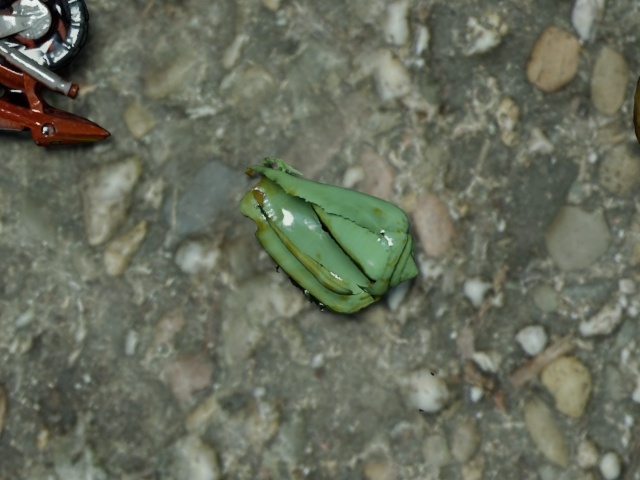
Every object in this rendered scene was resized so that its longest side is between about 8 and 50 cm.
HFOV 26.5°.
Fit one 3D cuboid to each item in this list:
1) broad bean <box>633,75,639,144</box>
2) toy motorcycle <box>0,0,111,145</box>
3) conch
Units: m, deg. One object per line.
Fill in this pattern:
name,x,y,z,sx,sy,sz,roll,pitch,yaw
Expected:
broad bean,0.367,-0.120,1.118,0.228,0.122,0.156,-20,107,1
toy motorcycle,-0.330,-0.131,1.110,0.298,0.089,0.171,-9,89,-4
conch,0.000,0.000,1.114,0.170,0.079,0.106,26,74,18
